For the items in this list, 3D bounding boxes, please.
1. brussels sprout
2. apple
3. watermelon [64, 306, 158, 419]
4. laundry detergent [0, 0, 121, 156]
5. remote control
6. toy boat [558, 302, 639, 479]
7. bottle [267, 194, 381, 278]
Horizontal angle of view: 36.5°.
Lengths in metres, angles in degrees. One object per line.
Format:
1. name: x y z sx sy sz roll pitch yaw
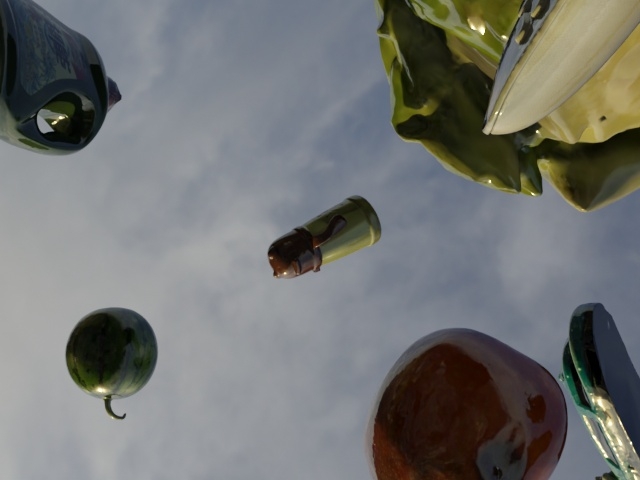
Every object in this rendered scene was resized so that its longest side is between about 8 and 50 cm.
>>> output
1. brussels sprout: 0.206 -0.268 0.825 0.425 0.343 0.361 106 -28 -48
2. apple: 0.154 0.219 1.079 0.230 0.230 0.229 -17 -114 44
3. watermelon: -0.218 0.121 1.007 0.109 0.109 0.108 -17 -114 44
4. laundry detergent: -0.250 -0.142 0.888 0.078 0.222 0.144 -16 -103 17
5. remote control: 0.125 -0.124 0.358 0.229 0.044 0.073 -57 -177 42
6. toy boat: 0.362 0.215 1.247 0.092 0.298 0.134 -15 -153 33
7. bottle: 0.000 -0.001 0.823 0.047 0.101 0.063 51 -26 28
